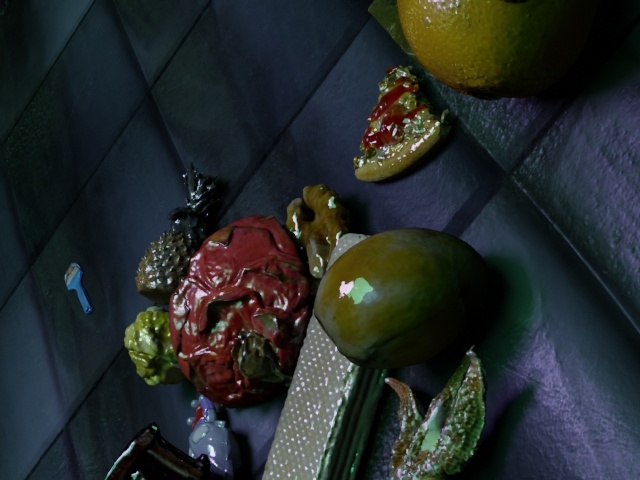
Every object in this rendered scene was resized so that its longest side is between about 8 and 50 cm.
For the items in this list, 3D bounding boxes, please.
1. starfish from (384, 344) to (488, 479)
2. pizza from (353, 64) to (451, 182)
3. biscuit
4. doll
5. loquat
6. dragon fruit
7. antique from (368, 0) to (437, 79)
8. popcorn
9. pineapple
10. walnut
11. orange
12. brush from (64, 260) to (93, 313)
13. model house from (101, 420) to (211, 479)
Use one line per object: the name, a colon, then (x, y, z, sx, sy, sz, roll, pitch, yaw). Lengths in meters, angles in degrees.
starfish: (0.152, 0.266, 1.506, 0.301, 0.084, 0.293, -17, 59, 52)
pizza: (0.113, -0.191, 1.825, 0.188, 0.062, 0.199, -31, 48, 37)
biscuit: (0.027, 0.200, 1.705, 0.144, 0.078, 0.426, 10, 80, 53)
doll: (-0.168, 0.319, 1.900, 0.227, 0.075, 0.102, -130, 51, -63)
loquat: (0.106, 0.072, 1.565, 0.227, 0.179, 0.179, -26, 42, -2)
dragon fruit: (-0.128, 0.119, 1.829, 0.205, 0.152, 0.317, 18, 99, 55)
antique: (0.159, -0.310, 1.810, 0.080, 0.081, 0.221, -53, 37, 20)
popcorn: (-0.256, 0.174, 2.031, 0.126, 0.145, 0.126, -58, 42, 25)
pineapple: (-0.243, -0.011, 2.154, 0.125, 0.125, 0.251, -6, 62, 51)
walnut: (0.000, 0.000, 1.858, 0.143, 0.069, 0.170, -43, 46, 35)
orange: (0.228, -0.317, 1.574, 0.274, 0.274, 0.274, -29, 50, 41)
brush: (-0.490, 0.102, 2.484, 0.051, 0.014, 0.164, -58, 38, 15)
model house: (-0.197, 0.483, 1.773, 0.282, 0.297, 0.317, 32, 82, 23)
